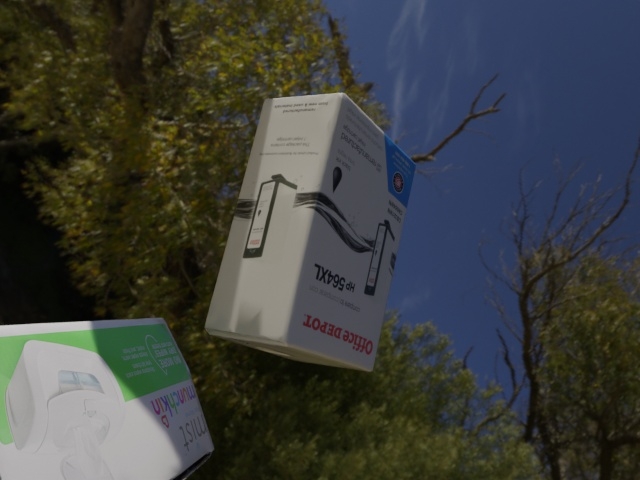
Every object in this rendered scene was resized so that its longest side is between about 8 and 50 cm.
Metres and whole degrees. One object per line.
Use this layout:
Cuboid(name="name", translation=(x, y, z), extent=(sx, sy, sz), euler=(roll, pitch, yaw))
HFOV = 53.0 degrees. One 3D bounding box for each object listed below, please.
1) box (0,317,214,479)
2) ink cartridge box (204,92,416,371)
Cuboid(name="box", translation=(-0.221, 0.149, 0.397), extent=(0.262, 0.231, 0.127), euler=(36, 30, -80))
Cuboid(name="ink cartridge box", translation=(0.000, 0.000, 0.553), extent=(0.086, 0.148, 0.203), euler=(4, -105, 33))
